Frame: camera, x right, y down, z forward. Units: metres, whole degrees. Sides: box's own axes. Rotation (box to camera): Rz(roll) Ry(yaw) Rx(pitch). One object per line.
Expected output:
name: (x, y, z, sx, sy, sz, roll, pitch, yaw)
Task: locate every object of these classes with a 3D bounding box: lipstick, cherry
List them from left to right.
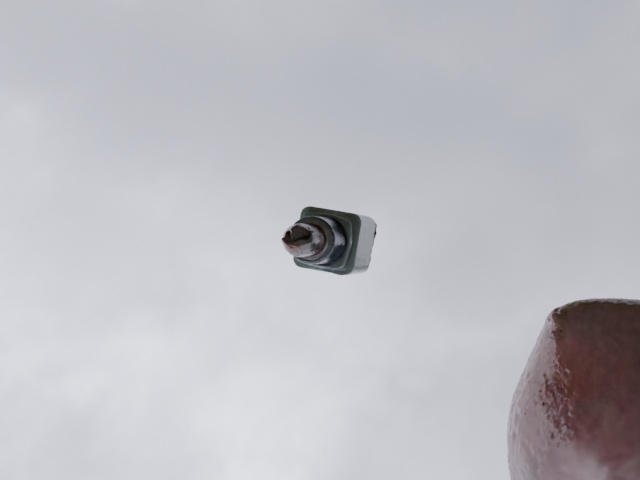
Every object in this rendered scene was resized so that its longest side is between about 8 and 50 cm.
lipstick: (0.000, 0.000, 0.679, 0.025, 0.025, 0.107, 10, -179, 12)
cherry: (0.230, 0.151, 1.133, 0.239, 0.239, 0.206, 8, -111, -17)
